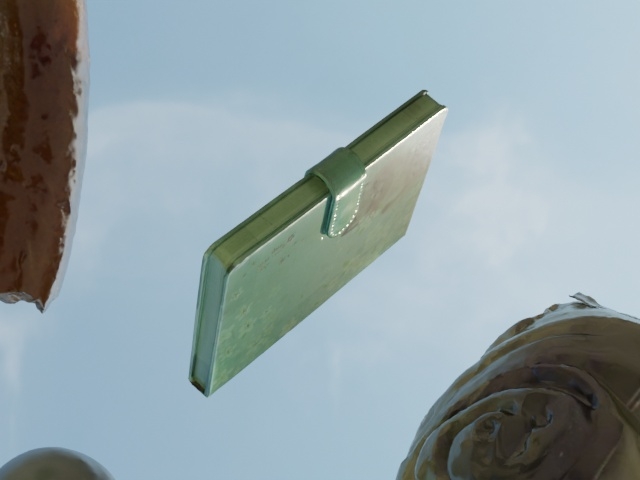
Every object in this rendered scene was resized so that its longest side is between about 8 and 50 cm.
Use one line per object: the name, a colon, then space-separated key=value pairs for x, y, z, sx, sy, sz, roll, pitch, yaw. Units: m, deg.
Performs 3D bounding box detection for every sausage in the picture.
sausage: x=-0.191 y=-0.106 z=0.816 sx=0.076 sy=0.302 sz=0.103 roll=4 pitch=-173 yaw=24

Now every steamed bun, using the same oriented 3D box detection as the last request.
steamed bun: x=0.191 y=0.201 z=0.989 sx=0.347 sy=0.237 sz=0.394 roll=-11 pitch=-123 yaw=13

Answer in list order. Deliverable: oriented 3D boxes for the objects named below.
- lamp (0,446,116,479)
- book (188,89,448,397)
lamp: x=-0.177 y=0.189 z=0.856 sx=0.105 sy=0.105 sz=0.105 roll=10 pitch=-128 yaw=-13
book: x=0.000 y=0.000 z=0.551 sx=0.017 sy=0.103 sz=0.135 roll=40 pitch=-124 yaw=19
